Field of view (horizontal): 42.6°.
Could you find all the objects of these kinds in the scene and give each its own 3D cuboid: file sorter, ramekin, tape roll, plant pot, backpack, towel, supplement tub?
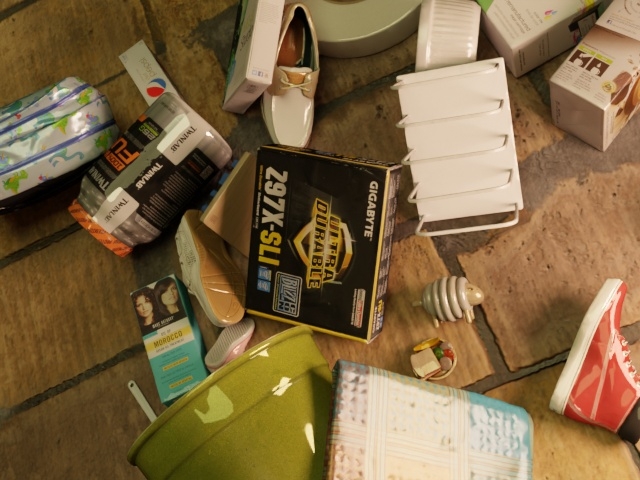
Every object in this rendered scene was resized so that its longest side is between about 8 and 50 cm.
[{"bbox_3d":[0.238,-0.159,1.433,0.193,0.173,0.278,-7,105,16],"label":"file sorter"},{"bbox_3d":[0.245,-0.365,1.566,0.109,0.207,0.207,5,72,11],"label":"ramekin"},{"bbox_3d":[0.079,-0.576,1.770,0.392,0.072,0.392,-6,68,16],"label":"tape roll"},{"bbox_3d":[-0.060,0.388,1.319,0.366,0.366,0.353,-38,75,1],"label":"plant pot"},{"bbox_3d":[-0.598,-0.195,1.735,0.355,0.290,0.273,-9,99,5],"label":"backpack"},{"bbox_3d":[0.173,0.350,1.262,0.370,0.040,0.271,18,61,-20],"label":"towel"},{"bbox_3d":[-0.349,-0.130,1.671,0.193,0.193,0.316,40,86,26],"label":"supplement tub"}]

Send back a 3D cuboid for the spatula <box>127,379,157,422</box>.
[{"bbox_3d":[-0.268,0.321,1.571,0.168,0.019,0.242,-42,64,0],"label":"spatula"}]

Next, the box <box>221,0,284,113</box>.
[{"bbox_3d":[-0.132,-0.444,1.685,0.058,0.232,0.322,12,80,-18],"label":"box"}]

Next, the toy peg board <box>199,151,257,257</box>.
[{"bbox_3d":[-0.162,-0.077,1.618,0.079,0.160,0.161,26,79,40],"label":"toy peg board"}]

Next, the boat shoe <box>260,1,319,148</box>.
[{"bbox_3d":[-0.060,-0.327,1.652,0.113,0.103,0.302,-2,91,-11],"label":"boat shoe"}]

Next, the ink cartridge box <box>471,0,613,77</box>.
[{"bbox_3d":[0.447,-0.480,1.587,0.278,0.117,0.201,-29,64,5],"label":"ink cartridge box"}]

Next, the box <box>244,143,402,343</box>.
[{"bbox_3d":[0.000,0.000,1.490,0.257,0.079,0.322,13,107,24],"label":"box"}]

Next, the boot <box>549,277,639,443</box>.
[{"bbox_3d":[0.499,0.195,1.335,0.176,0.088,0.244,20,85,23],"label":"boot"}]

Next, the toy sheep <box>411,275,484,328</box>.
[{"bbox_3d":[0.225,0.107,1.457,0.132,0.091,0.091,-12,67,19],"label":"toy sheep"}]

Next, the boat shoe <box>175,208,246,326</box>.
[{"bbox_3d":[-0.224,0.068,1.615,0.096,0.098,0.277,-50,46,32],"label":"boat shoe"}]

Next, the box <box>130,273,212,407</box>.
[{"bbox_3d":[-0.285,0.194,1.591,0.100,0.060,0.244,-25,62,1],"label":"box"}]

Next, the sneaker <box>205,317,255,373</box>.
[{"bbox_3d":[-0.168,0.212,1.569,0.051,0.070,0.134,12,45,31],"label":"sneaker"}]

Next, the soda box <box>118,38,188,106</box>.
[{"bbox_3d":[-0.363,-0.342,1.822,0.069,0.074,0.216,-35,64,3],"label":"soda box"}]

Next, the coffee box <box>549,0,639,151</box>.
[{"bbox_3d":[0.549,-0.332,1.470,0.119,0.168,0.297,37,85,26],"label":"coffee box"}]

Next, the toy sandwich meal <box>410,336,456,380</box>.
[{"bbox_3d":[0.199,0.209,1.455,0.085,0.029,0.085,-6,68,16],"label":"toy sandwich meal"}]
